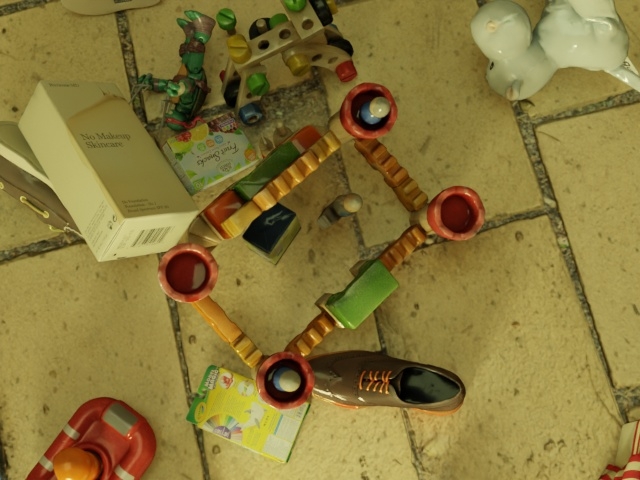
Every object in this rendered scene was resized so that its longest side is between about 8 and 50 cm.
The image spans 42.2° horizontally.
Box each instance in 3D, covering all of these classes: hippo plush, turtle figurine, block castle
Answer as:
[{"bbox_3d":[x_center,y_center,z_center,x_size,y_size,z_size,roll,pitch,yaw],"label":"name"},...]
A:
[{"bbox_3d":[0.385,-0.352,1.428,0.237,0.234,0.294,-26,115,15],"label":"hippo plush"},{"bbox_3d":[-0.255,-0.286,1.487,0.175,0.118,0.234,10,81,50],"label":"turtle figurine"},{"bbox_3d":[0.000,0.000,1.260,0.453,0.213,0.303,-43,98,-13],"label":"block castle"}]

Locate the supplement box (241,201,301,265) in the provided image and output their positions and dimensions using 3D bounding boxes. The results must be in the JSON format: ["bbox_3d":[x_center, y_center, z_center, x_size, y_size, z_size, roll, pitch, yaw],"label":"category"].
[{"bbox_3d":[-0.081,-0.014,1.400,0.056,0.083,0.083,32,79,13],"label":"supplement box"}]

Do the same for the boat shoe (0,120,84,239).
[{"bbox_3d":[-0.455,-0.075,1.446,0.324,0.116,0.096,37,121,2],"label":"boat shoe"}]

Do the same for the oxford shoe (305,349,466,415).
[{"bbox_3d":[0.094,0.217,1.306,0.272,0.098,0.096,3,74,6],"label":"oxford shoe"}]

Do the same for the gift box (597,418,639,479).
[{"bbox_3d":[0.519,0.393,1.136,0.258,0.255,0.276,17,69,8],"label":"gift box"}]

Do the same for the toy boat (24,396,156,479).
[{"bbox_3d":[-0.370,0.354,1.280,0.151,0.151,0.231,33,79,14],"label":"toy boat"}]

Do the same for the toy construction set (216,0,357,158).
[{"bbox_3d":[-0.071,-0.294,1.404,0.258,0.237,0.308,0,74,5],"label":"toy construction set"}]

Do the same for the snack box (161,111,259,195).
[{"bbox_3d":[-0.189,-0.150,1.431,0.141,0.037,0.100,-32,92,-34],"label":"snack box"}]

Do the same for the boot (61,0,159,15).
[{"bbox_3d":[-0.400,-0.489,1.588,0.190,0.069,0.086,-6,66,-5],"label":"boot"}]

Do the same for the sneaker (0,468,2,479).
[{"bbox_3d":[-0.579,0.396,1.340,0.135,0.052,0.058,-29,77,-3],"label":"sneaker"}]

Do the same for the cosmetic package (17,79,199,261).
[{"bbox_3d":[-0.359,-0.123,1.397,0.309,0.160,0.113,54,126,19],"label":"cosmetic package"}]

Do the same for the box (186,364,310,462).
[{"bbox_3d":[-0.117,0.278,1.338,0.179,0.043,0.105,21,77,8],"label":"box"}]
